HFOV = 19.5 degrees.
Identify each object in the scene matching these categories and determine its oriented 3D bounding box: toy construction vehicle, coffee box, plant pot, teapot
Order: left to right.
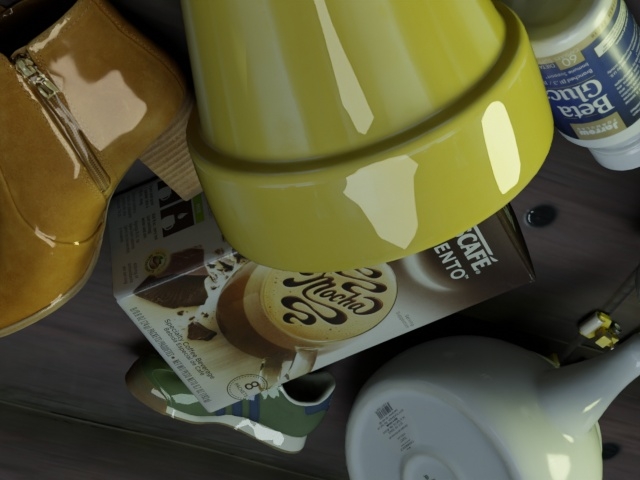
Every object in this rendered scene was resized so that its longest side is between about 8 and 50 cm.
[{"bbox_3d":[0.000,0.000,1.488,0.297,0.119,0.168,-23,134,12],"label":"coffee box"},{"bbox_3d":[0.011,-0.145,1.273,0.254,0.254,0.239,-17,120,5],"label":"plant pot"},{"bbox_3d":[0.157,0.188,1.666,0.187,0.256,0.252,-27,124,-42],"label":"teapot"},{"bbox_3d":[0.264,0.112,1.716,0.086,0.035,0.098,-38,130,24],"label":"toy construction vehicle"}]

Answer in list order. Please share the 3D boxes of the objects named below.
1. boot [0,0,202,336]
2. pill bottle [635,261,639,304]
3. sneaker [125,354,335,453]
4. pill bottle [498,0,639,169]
[{"bbox_3d":[-0.231,-0.062,1.405,0.295,0.104,0.211,-35,126,15],"label":"boot"},{"bbox_3d":[0.382,-0.041,1.491,0.169,0.169,0.301,5,133,-16],"label":"pill bottle"},{"bbox_3d":[-0.071,0.122,1.643,0.192,0.064,0.086,22,119,-30],"label":"sneaker"},{"bbox_3d":[0.207,-0.130,1.418,0.094,0.094,0.169,-27,134,15],"label":"pill bottle"}]
